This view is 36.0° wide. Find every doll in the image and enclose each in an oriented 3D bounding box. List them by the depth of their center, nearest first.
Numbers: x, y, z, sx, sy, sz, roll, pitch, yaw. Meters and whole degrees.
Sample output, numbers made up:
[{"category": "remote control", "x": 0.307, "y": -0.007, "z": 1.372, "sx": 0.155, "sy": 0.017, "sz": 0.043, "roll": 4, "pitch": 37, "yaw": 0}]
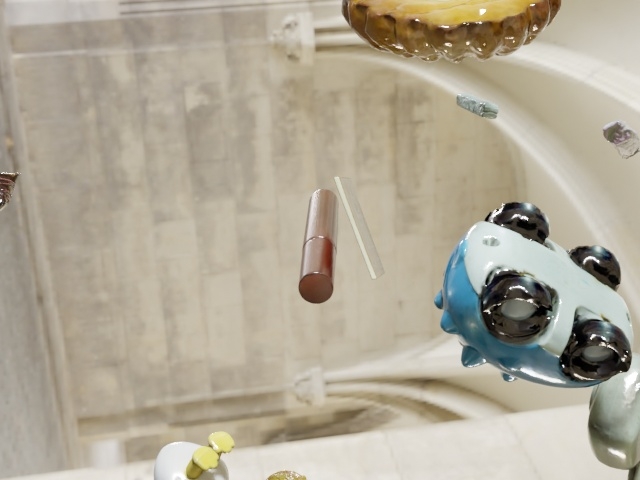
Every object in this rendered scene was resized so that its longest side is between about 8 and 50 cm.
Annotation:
[{"category": "doll", "x": -0.203, "y": 0.365, "z": 1.331, "sx": 0.119, "sy": 0.138, "sz": 0.293, "roll": 45, "pitch": -57, "yaw": 12}]

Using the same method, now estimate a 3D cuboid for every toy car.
[{"category": "toy car", "x": 0.256, "y": 0.089, "z": 1.222, "sx": 0.190, "sy": 0.255, "sz": 0.188, "roll": -52, "pitch": -161, "yaw": 38}]

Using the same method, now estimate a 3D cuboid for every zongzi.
[{"category": "zongzi", "x": -0.510, "y": -0.087, "z": 1.580, "sx": 0.067, "sy": 0.074, "sz": 0.083, "roll": -38, "pitch": -107, "yaw": 53}]

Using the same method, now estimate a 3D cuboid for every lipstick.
[{"category": "lipstick", "x": 0.000, "y": 0.000, "z": 1.602, "sx": 0.356, "sy": 0.057, "sz": 0.057, "roll": -87, "pitch": 175, "yaw": -67}]

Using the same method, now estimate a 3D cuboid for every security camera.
[{"category": "security camera", "x": 0.446, "y": 0.277, "z": 1.418, "sx": 0.157, "sy": 0.080, "sz": 0.301, "roll": -62, "pitch": 145, "yaw": -23}]

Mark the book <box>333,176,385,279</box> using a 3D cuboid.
[{"category": "book", "x": 0.064, "y": -0.021, "z": 1.588, "sx": 0.118, "sy": 0.012, "sz": 0.172, "roll": -8, "pitch": 77, "yaw": -80}]

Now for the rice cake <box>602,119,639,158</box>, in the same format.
[{"category": "rice cake", "x": 0.606, "y": -0.202, "z": 1.972, "sx": 0.049, "sy": 0.055, "sz": 0.270, "roll": 54, "pitch": 18, "yaw": 15}]

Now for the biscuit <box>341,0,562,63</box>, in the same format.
[{"category": "biscuit", "x": 0.192, "y": -0.348, "z": 1.468, "sx": 0.325, "sy": 0.326, "sz": 0.107, "roll": -108, "pitch": -170, "yaw": -56}]

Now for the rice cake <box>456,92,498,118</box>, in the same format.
[{"category": "rice cake", "x": 0.276, "y": -0.238, "z": 1.741, "sx": 0.171, "sy": 0.033, "sz": 0.029, "roll": -121, "pitch": -143, "yaw": -73}]

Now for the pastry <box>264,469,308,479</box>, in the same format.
[{"category": "pastry", "x": -0.056, "y": 0.417, "z": 1.564, "sx": 0.057, "sy": 0.109, "sz": 0.097, "roll": 9, "pitch": 80, "yaw": -71}]
